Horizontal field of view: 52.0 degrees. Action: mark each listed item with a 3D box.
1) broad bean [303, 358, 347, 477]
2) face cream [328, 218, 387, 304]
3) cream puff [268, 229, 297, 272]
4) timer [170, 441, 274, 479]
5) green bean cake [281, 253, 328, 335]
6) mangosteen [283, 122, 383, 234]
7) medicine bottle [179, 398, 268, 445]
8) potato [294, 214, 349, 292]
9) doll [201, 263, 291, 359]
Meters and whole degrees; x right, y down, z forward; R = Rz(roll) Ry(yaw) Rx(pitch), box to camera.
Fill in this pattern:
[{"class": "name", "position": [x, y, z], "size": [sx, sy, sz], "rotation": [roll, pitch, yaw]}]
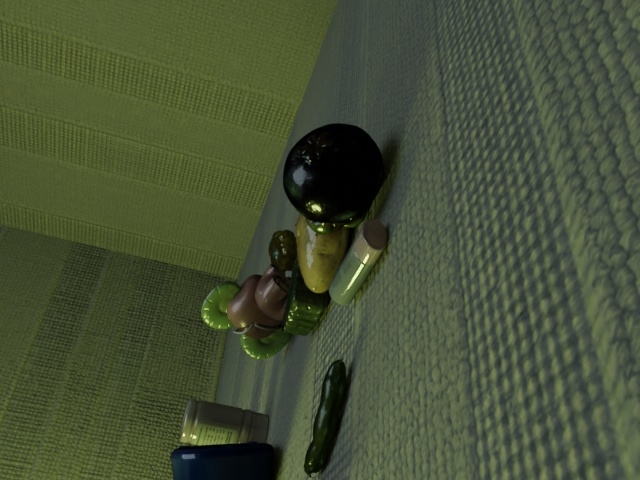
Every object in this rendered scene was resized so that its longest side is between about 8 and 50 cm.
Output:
[{"class": "broad bean", "position": [0.010, 0.348, 1.267], "size": [0.065, 0.046, 0.255], "rotation": [-134, 58, -77]}, {"class": "face cream", "position": [0.074, 0.047, 1.301], "size": [0.198, 0.057, 0.084], "rotation": [119, 161, -47]}, {"class": "cream puff", "position": [-0.094, 0.033, 2.069], "size": [0.146, 0.116, 0.146], "rotation": [7, 98, 59]}, {"class": "timer", "position": [-0.248, 0.724, 1.690], "size": [0.270, 0.270, 0.384], "rotation": [134, 135, -69]}, {"class": "green bean cake", "position": [-0.038, 0.130, 1.661], "size": [0.185, 0.094, 0.183], "rotation": [118, 162, -53]}, {"class": "mangosteen", "position": [0.031, -0.128, 1.385], "size": [0.243, 0.243, 0.243], "rotation": [-166, 90, -79]}, {"class": "medicine bottle", "position": [-0.292, 0.566, 1.990], "size": [0.133, 0.249, 0.133], "rotation": [-167, 90, -79]}, {"class": "potato", "position": [-0.001, 0.001, 1.549], "size": [0.161, 0.128, 0.235], "rotation": [-148, 68, -80]}, {"class": "doll", "position": [-0.183, 0.207, 1.909], "size": [0.268, 0.284, 0.216], "rotation": [-48, 17, 10]}]
